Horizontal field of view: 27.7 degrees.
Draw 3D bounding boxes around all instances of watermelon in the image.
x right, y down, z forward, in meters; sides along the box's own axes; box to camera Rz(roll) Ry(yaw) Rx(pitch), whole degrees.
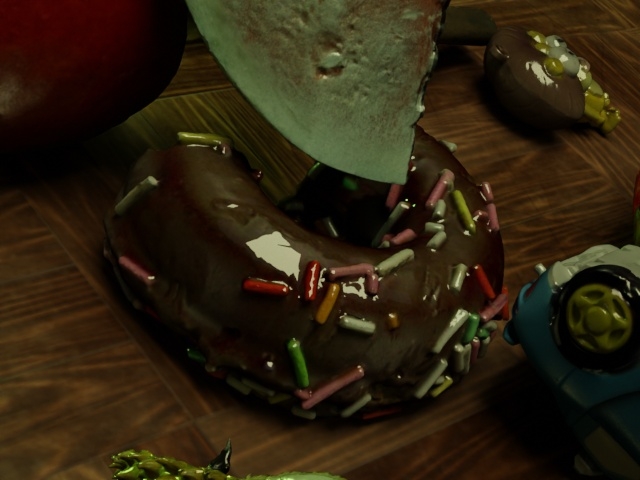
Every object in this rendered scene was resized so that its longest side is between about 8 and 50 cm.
[{"bbox_3d":[0.002,-0.228,1.000,0.289,0.213,0.320,38,48,-32],"label":"watermelon"}]

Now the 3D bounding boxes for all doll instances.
[{"bbox_3d":[0.261,-0.185,1.475,0.188,0.096,0.145,-4,54,-49],"label":"doll"}]

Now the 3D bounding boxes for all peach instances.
[{"bbox_3d":[-0.250,-0.190,1.004,0.361,0.258,0.201,0,39,-38],"label":"peach"}]

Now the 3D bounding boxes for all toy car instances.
[{"bbox_3d":[0.282,0.137,1.034,0.314,0.166,0.198,50,32,14],"label":"toy car"}]

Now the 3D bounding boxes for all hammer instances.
[{"bbox_3d":[0.083,-0.216,1.327,0.440,0.044,0.168,-14,77,-61],"label":"hammer"}]

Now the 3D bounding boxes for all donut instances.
[{"bbox_3d":[0.017,0.014,1.044,0.345,0.136,0.259,-13,49,-40],"label":"donut"}]

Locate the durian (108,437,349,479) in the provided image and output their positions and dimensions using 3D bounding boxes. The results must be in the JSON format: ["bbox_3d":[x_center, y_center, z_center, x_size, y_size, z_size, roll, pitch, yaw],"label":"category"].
[{"bbox_3d":[-0.043,0.203,0.788,0.193,0.138,0.237,15,-3,-19],"label":"durian"}]

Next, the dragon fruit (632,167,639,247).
[{"bbox_3d":[0.441,-0.021,1.245,0.277,0.277,0.342,-11,53,-41],"label":"dragon fruit"}]
